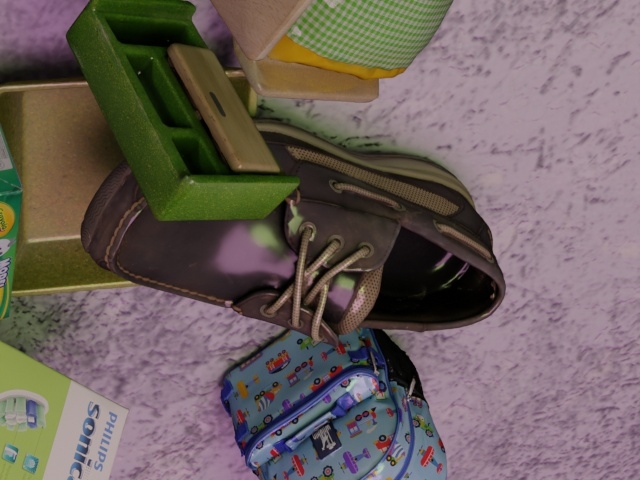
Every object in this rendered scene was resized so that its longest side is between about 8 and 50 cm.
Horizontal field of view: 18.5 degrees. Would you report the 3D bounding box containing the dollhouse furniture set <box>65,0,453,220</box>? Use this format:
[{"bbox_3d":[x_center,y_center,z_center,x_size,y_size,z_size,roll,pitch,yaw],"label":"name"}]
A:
[{"bbox_3d":[0.023,-0.132,1.258,0.301,0.151,0.197,-2,143,-48],"label":"dollhouse furniture set"}]

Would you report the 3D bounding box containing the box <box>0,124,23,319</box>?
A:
[{"bbox_3d":[-0.242,-0.018,1.355,0.043,0.105,0.179,-10,149,-22],"label":"box"}]

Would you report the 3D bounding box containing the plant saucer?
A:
[{"bbox_3d":[-0.146,-0.051,1.422,0.188,0.045,0.188,-5,129,-14],"label":"plant saucer"}]

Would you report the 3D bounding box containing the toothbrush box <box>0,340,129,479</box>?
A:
[{"bbox_3d":[-0.316,0.127,1.402,0.206,0.122,0.283,-13,143,45],"label":"toothbrush box"}]

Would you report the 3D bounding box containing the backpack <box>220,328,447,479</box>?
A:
[{"bbox_3d":[0.013,0.161,1.561,0.158,0.173,0.117,-32,131,10],"label":"backpack"}]

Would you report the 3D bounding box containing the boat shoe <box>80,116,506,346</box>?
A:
[{"bbox_3d":[0.000,0.000,1.404,0.355,0.130,0.132,1,124,-39],"label":"boat shoe"}]
